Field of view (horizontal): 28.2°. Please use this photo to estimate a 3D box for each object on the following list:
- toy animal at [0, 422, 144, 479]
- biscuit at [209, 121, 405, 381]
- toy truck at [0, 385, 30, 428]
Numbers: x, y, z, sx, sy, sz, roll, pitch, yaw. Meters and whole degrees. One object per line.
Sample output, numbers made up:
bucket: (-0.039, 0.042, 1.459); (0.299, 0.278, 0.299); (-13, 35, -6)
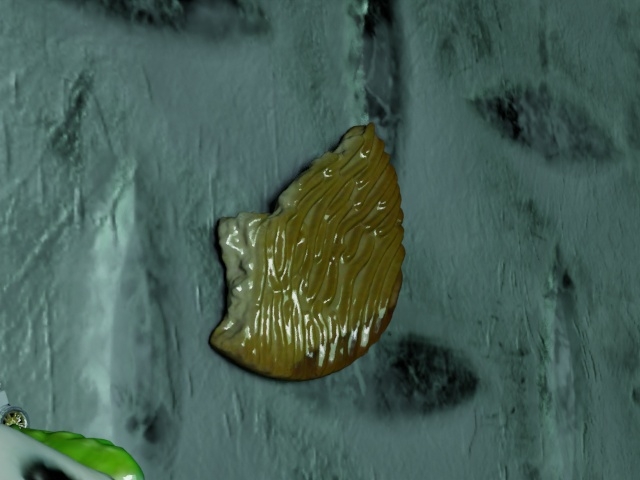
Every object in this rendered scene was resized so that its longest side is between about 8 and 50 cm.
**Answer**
toy animal: (-0.156, 0.169, 0.536); (0.212, 0.266, 0.213); (-5, 90, -66)
biscuit: (0.001, 0.000, 0.928); (0.176, 0.031, 0.229); (32, 59, -39)
toy truck: (-0.205, 0.066, 0.676); (0.062, 0.052, 0.123); (-19, 93, -43)
